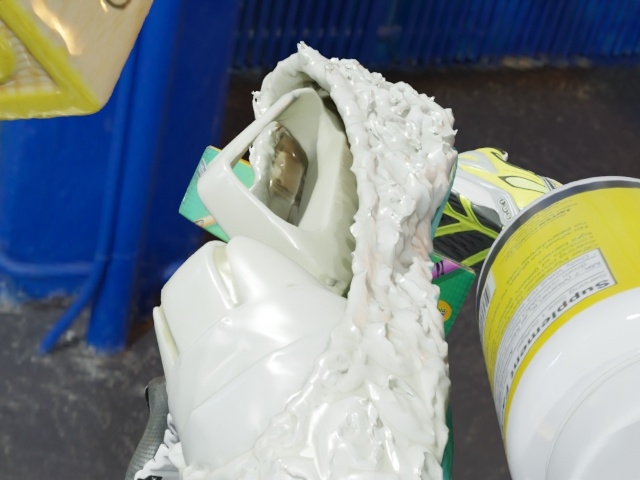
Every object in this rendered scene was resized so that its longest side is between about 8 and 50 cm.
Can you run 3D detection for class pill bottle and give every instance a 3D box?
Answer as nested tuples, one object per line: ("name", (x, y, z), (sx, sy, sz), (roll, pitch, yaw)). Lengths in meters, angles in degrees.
("pill bottle", (0.125, 0.057, 0.503), (0.119, 0.119, 0.208), (12, 18, -3))

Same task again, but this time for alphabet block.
("alphabet block", (-0.252, -0.224, 1.020), (0.193, 0.192, 0.197), (-2, 55, 31))

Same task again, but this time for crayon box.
("crayon box", (0.000, 0.000, 1.322), (0.165, 0.081, 0.278), (22, 4, -39))

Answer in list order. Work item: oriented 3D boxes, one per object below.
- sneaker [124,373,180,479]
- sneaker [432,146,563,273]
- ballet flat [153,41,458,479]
("sneaker", (-0.159, 0.204, 1.440), (0.078, 0.234, 0.106), (10, 36, -26))
("sneaker", (0.291, 0.008, 1.579), (0.384, 0.145, 0.147), (40, 56, 19))
("ballet flat", (-0.016, 0.028, 0.656), (0.147, 0.147, 0.409), (13, 34, -2))
